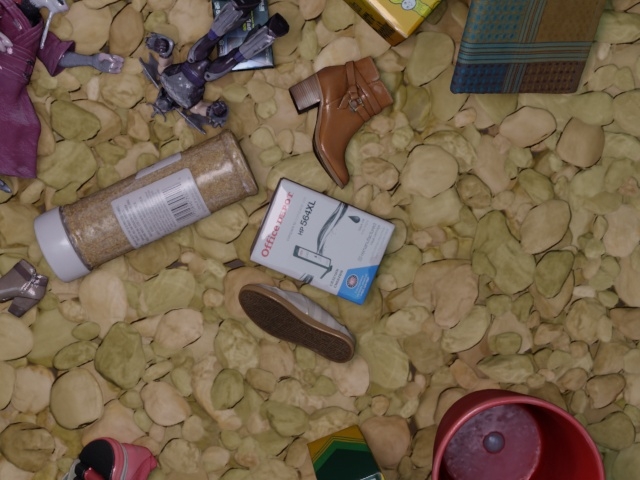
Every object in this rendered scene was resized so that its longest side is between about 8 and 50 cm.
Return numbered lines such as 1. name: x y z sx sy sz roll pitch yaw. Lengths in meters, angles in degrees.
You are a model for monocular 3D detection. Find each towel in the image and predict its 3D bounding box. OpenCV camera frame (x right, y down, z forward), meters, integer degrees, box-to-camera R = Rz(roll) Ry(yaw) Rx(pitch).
1. towel: 0.350 -0.403 1.790 0.271 0.040 0.370 -4 122 -31

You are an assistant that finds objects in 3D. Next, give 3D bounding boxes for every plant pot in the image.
1. plant pot: 0.299 0.360 1.871 0.275 0.243 0.275 0 95 -2

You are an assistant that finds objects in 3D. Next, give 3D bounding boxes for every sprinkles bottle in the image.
1. sprinkles bottle: -0.281 -0.056 1.870 0.355 0.121 0.121 -25 96 0

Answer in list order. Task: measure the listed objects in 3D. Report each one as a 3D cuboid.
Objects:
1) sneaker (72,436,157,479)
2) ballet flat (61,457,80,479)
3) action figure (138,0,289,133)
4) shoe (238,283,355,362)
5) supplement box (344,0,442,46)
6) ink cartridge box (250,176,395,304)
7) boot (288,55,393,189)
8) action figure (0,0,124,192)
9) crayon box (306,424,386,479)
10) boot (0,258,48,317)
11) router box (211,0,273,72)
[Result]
1. sneaker: -0.354 0.480 1.912 0.116 0.136 0.314 27 99 40
2. ballet flat: -0.430 0.448 1.951 0.052 0.057 0.168 27 90 25
3. action figure: -0.186 -0.281 1.830 0.185 0.099 0.285 43 122 -14
4. shoe: -0.037 0.133 1.936 0.219 0.058 0.076 30 124 -1
5. supplement box: 0.177 -0.504 1.813 0.195 0.194 0.356 43 93 -5
6. ink cartridge box: 0.000 0.000 1.905 0.203 0.086 0.148 22 94 -5
7. boot: 0.052 -0.197 1.899 0.152 0.073 0.197 -23 98 -4
8. action figure: -0.507 -0.273 1.845 0.275 0.248 0.370 12 80 38
9. crayon box: 0.096 0.508 1.840 0.106 0.313 0.363 -22 95 -4
10. boot: -0.516 0.069 1.915 0.118 0.042 0.087 32 87 -6
11. router box: -0.127 -0.340 1.892 0.092 0.038 0.122 -6 95 -2
